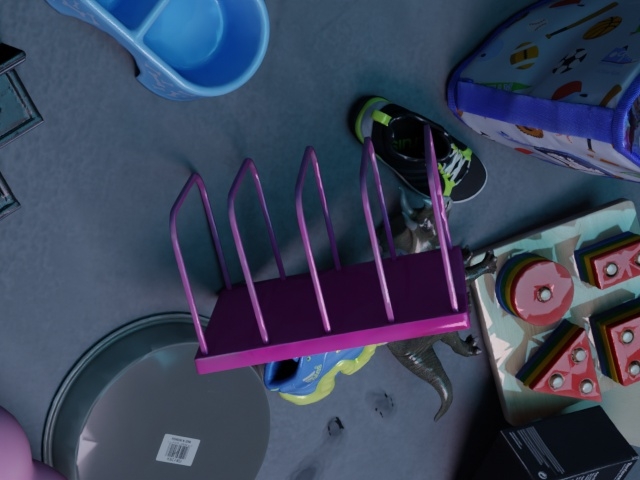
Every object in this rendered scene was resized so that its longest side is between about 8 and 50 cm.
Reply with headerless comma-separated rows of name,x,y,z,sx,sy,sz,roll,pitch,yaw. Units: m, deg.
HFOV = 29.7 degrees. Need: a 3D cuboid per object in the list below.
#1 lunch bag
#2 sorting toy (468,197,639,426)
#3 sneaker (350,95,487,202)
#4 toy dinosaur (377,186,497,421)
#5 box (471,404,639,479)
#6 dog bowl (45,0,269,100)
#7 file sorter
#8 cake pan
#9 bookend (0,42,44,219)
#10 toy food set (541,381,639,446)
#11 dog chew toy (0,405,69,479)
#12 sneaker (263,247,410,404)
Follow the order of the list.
lunch bag,0.398,-0.194,1.509,0.385,0.328,0.239,-18,112,-29
sorting toy,0.356,0.106,1.656,0.255,0.089,0.257,-19,105,-12
sneaker,0.135,-0.102,1.504,0.234,0.097,0.084,25,90,-35
toy dinosaur,0.134,0.075,1.567,0.160,0.121,0.314,2,108,-21
box,0.297,0.363,1.682,0.184,0.103,0.261,-5,136,-29
dog bowl,-0.172,-0.264,1.273,0.297,0.074,0.166,41,81,-34
file sorter,0.000,0.000,1.313,0.290,0.202,0.182,-10,109,8
cake pan,-0.180,0.233,1.431,0.293,0.054,0.293,-10,110,-30
bookend,-0.340,-0.090,1.218,0.156,0.072,0.157,-35,121,-20
toy food set,0.446,0.182,1.808,0.306,0.092,0.220,18,95,-27
dog chew toy,-0.374,0.254,1.234,0.206,0.206,0.332,-34,111,-20
sneaker,0.020,0.107,1.447,0.240,0.091,0.126,-53,154,15
